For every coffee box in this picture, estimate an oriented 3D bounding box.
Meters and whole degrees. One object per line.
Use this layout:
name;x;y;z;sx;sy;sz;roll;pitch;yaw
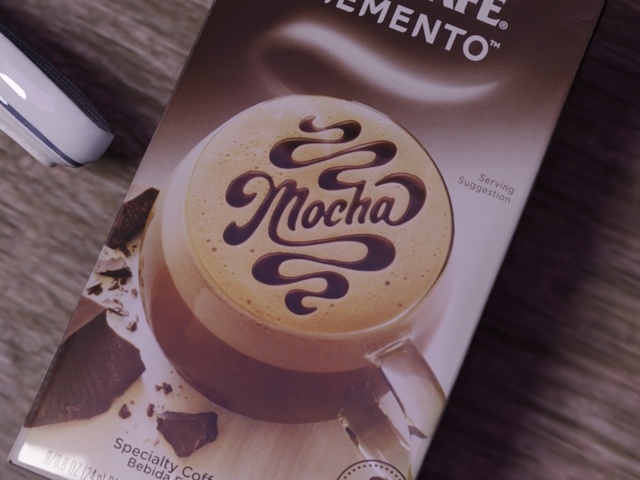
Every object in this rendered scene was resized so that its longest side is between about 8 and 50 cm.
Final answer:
coffee box;0.000;0.000;0.790;0.168;0.119;0.297;21;79;6

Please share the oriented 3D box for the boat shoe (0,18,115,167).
boat shoe;-0.199;-0.094;0.842;0.226;0.083;0.076;40;93;20
